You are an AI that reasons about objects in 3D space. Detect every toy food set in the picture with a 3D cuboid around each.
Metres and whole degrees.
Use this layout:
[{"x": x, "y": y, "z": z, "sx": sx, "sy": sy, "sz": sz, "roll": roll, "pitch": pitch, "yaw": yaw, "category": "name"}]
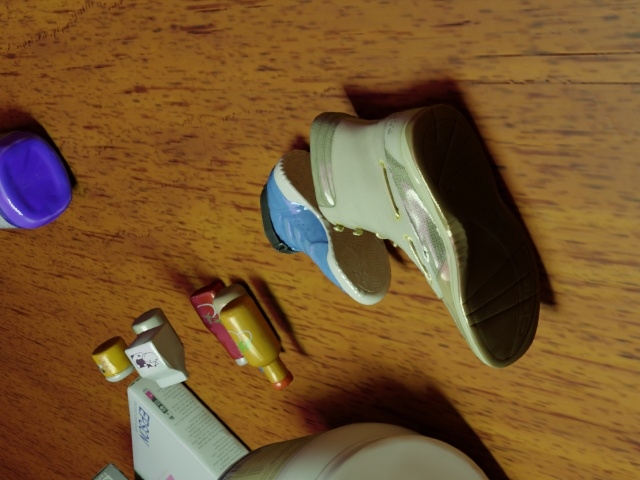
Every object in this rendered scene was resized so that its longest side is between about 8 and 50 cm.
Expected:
[{"x": -0.130, "y": 0.122, "z": 1.633, "sx": 0.232, "sy": 0.111, "sz": 0.104, "roll": -21, "pitch": 108, "yaw": 32, "category": "toy food set"}]

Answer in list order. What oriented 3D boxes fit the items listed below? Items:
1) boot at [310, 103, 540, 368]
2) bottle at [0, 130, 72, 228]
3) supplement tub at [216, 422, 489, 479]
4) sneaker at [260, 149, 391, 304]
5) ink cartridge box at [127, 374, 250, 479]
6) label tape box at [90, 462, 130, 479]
[{"x": 0.077, "y": -0.006, "z": 1.166, "sx": 0.165, "sy": 0.077, "sz": 0.213, "roll": 6, "pitch": 124, "yaw": 57, "category": "boot"}, {"x": -0.407, "y": -0.073, "z": 1.891, "sx": 0.283, "sy": 0.092, "sz": 0.118, "roll": -1, "pitch": 120, "yaw": 60, "category": "bottle"}, {"x": 0.024, "y": 0.305, "z": 1.487, "sx": 0.235, "sy": 0.235, "sz": 0.325, "roll": 54, "pitch": 155, "yaw": -4, "category": "supplement tub"}, {"x": 0.001, "y": 0.000, "z": 1.321, "sx": 0.152, "sy": 0.058, "sz": 0.084, "roll": 53, "pitch": 150, "yaw": 7, "category": "sneaker"}, {"x": -0.133, "y": 0.360, "z": 2.035, "sx": 0.330, "sy": 0.071, "sz": 0.324, "roll": 44, "pitch": 154, "yaw": 20, "category": "ink cartridge box"}, {"x": -0.199, "y": 0.498, "z": 2.140, "sx": 0.333, "sy": 0.106, "sz": 0.241, "roll": 35, "pitch": 161, "yaw": 41, "category": "label tape box"}]
